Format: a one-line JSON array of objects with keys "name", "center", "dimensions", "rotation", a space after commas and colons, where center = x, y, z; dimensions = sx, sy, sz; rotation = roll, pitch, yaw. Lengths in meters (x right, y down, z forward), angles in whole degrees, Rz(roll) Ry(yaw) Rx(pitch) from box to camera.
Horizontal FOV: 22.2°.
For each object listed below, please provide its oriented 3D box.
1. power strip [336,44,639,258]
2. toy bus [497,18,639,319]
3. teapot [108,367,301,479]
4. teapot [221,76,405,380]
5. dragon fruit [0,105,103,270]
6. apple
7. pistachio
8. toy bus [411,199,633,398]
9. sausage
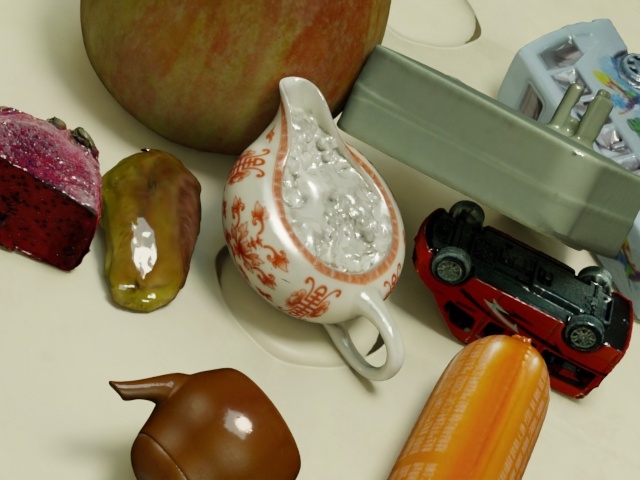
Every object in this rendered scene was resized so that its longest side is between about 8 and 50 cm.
[{"name": "power strip", "center": [0.176, -0.084, 1.382], "dimensions": [0.229, 0.141, 0.261], "rotation": [31, 8, 30]}, {"name": "toy bus", "center": [0.293, -0.070, 1.559], "dimensions": [0.136, 0.109, 0.329], "rotation": [-10, 52, -24]}, {"name": "teapot", "center": [-0.078, 0.154, 1.098], "dimensions": [0.173, 0.116, 0.116], "rotation": [59, 40, -8]}, {"name": "teapot", "center": [0.000, 0.000, 1.292], "dimensions": [0.159, 0.116, 0.245], "rotation": [-19, 76, -54]}, {"name": "dragon fruit", "center": [-0.226, -0.055, 1.226], "dimensions": [0.147, 0.102, 0.096], "rotation": [28, 46, -18]}, {"name": "apple", "center": [-0.067, -0.206, 1.377], "dimensions": [0.257, 0.234, 0.256], "rotation": [17, 44, -17]}, {"name": "pistachio", "center": [-0.136, -0.020, 1.280], "dimensions": [0.090, 0.049, 0.173], "rotation": [19, 40, -12]}, {"name": "toy bus", "center": [0.159, 0.049, 1.355], "dimensions": [0.195, 0.089, 0.081], "rotation": [27, 39, -4]}, {"name": "sausage", "center": [0.105, 0.165, 1.200], "dimensions": [0.093, 0.093, 0.312], "rotation": [32, 38, 2]}]
